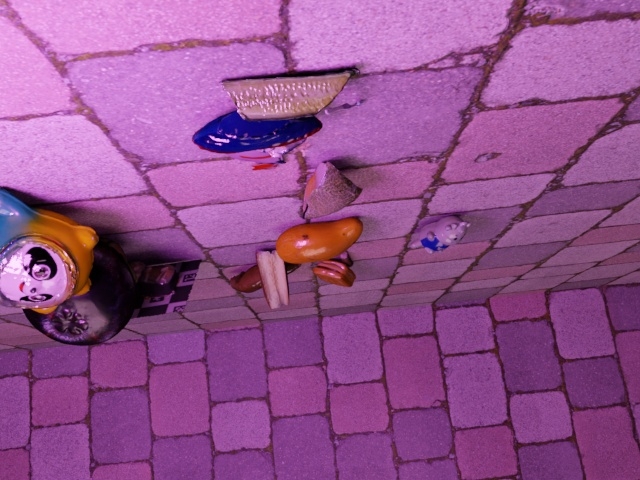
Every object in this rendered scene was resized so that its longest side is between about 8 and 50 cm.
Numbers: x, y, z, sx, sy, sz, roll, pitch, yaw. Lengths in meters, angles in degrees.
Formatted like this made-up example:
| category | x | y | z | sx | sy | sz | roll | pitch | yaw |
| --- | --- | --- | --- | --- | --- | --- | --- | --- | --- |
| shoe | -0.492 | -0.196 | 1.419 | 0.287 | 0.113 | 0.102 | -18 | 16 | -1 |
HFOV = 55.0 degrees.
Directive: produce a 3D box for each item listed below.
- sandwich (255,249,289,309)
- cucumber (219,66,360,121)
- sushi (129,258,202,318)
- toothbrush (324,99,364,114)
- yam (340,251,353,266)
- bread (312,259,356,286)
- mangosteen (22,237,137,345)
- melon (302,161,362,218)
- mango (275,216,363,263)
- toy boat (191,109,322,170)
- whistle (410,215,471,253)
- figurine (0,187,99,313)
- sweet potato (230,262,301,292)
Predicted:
| category | x | y | z | sx | sy | sz | roll | pitch | yaw |
| --- | --- | --- | --- | --- | --- | --- | --- | --- | --- |
| sandwich | -0.156 | 0.108 | 2.022 | 0.094 | 0.096 | 0.258 | -9 | 130 | -5 |
| cucumber | -0.045 | -0.228 | 0.975 | 0.220 | 0.070 | 0.046 | -5 | -166 | 2 |
| sushi | -0.573 | 0.116 | 1.858 | 0.373 | 0.100 | 0.296 | -8 | -151 | 6 |
| toothbrush | 0.040 | -0.221 | 1.023 | 0.013 | 0.011 | 0.131 | -31 | -179 | 35 |
| yam | 0.092 | 0.067 | 2.164 | 0.032 | 0.032 | 0.145 | -9 | 164 | 10 |
| bread | 0.053 | 0.117 | 2.205 | 0.116 | 0.077 | 0.200 | 18 | 171 | 20 |
| mangosteen | -0.632 | 0.120 | 1.623 | 0.300 | 0.300 | 0.300 | -6 | 165 | -2 |
| melon | 0.027 | -0.118 | 1.357 | 0.139 | 0.093 | 0.202 | 1 | 155 | -17 |
| mango | 0.000 | 0.005 | 1.751 | 0.262 | 0.109 | 0.157 | -12 | 160 | 13 |
| toy boat | -0.131 | -0.181 | 1.139 | 0.219 | 0.072 | 0.318 | -3 | 174 | -21 |
| whistle | 0.360 | -0.013 | 1.864 | 0.110 | 0.092 | 0.244 | -9 | 167 | -34 |
| figurine | -0.670 | 0.028 | 1.346 | 0.340 | 0.231 | 0.324 | 10 | 124 | -23 |
| sweet potato | -0.199 | 0.115 | 2.153 | 0.285 | 0.085 | 0.112 | -26 | -168 | 24 |
